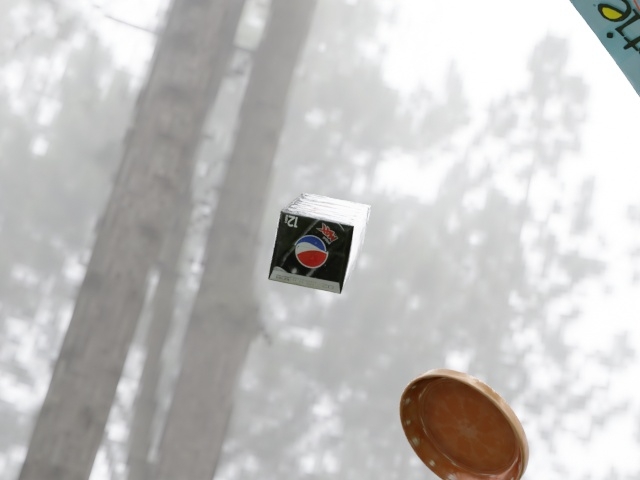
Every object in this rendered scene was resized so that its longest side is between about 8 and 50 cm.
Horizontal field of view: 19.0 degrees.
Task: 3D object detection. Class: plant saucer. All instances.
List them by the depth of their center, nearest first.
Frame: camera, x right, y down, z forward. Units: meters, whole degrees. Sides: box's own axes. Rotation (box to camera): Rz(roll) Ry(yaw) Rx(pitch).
[{"bbox_3d":[0.083,0.108,1.089,0.083,0.013,0.083,23,-47,28],"label":"plant saucer"}]

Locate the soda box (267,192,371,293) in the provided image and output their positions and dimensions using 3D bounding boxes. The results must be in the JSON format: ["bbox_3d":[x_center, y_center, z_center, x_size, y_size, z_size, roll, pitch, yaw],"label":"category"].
[{"bbox_3d":[0.000,0.000,1.455,0.060,0.053,0.169,11,6,4],"label":"soda box"}]

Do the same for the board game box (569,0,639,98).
[{"bbox_3d":[0.293,-0.193,1.114,0.275,0.142,0.144,-19,-65,48],"label":"board game box"}]
